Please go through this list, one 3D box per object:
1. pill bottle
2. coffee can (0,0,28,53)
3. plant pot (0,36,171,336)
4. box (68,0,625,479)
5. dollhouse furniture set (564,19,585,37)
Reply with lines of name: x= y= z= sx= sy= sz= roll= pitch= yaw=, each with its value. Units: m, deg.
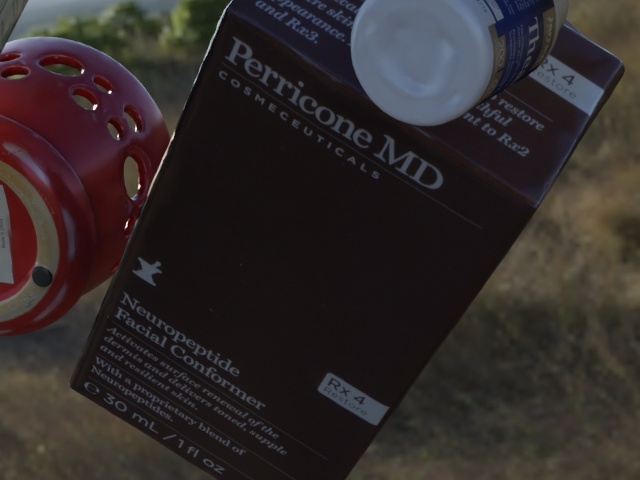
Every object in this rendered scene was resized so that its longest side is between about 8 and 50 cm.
pill bottle: x=0.069 y=-0.098 z=0.819 sx=0.067 sy=0.067 sz=0.120 roll=-4 pitch=16 yaw=31
coffee can: x=-0.288 y=-0.139 z=1.074 sx=0.201 sy=0.201 sz=0.275 roll=-5 pitch=47 yaw=27
plant pot: x=-0.222 y=-0.036 z=1.309 sx=0.191 sy=0.191 sz=0.174 roll=-7 pitch=20 yaw=21
box: x=0.000 y=0.000 z=1.064 sx=0.143 sy=0.191 sz=0.381 roll=-55 pitch=-5 yaw=-42
dollhouse furniture set: x=0.084 y=-0.083 z=1.499 sx=0.262 sy=0.135 sz=0.259 roll=-50 pitch=12 yaw=-7
